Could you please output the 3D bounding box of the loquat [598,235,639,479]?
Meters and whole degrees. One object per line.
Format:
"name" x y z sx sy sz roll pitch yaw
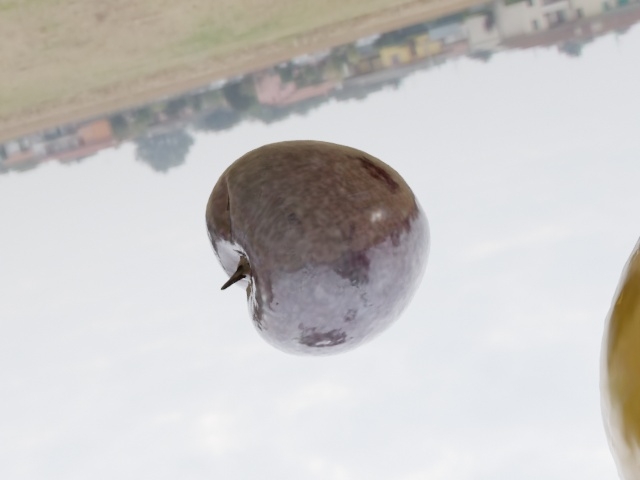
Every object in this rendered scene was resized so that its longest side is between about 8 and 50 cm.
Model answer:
"loquat" 0.258 0.072 0.455 0.274 0.275 0.275 -15 -170 3

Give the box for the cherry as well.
"cherry" 0.003 0.002 0.773 0.176 0.176 0.140 -20 152 -24
